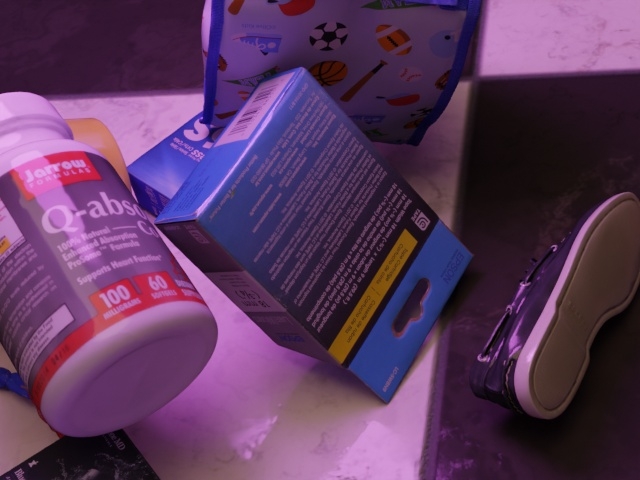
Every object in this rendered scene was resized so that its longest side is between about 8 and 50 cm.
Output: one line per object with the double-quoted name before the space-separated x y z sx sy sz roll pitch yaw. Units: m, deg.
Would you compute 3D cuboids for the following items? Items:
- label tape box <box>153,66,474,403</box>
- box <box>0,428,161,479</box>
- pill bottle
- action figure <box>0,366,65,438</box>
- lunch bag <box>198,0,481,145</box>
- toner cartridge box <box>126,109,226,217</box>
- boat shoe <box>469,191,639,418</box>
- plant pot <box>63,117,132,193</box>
"label tape box" 0.000 0.000 1.483 0.106 0.334 0.241 -7 43 53
"box" -0.255 0.298 1.378 0.158 0.093 0.156 -32 46 -18
"pill bottle" -0.288 0.019 1.393 0.210 0.210 0.363 -30 65 -15
"action figure" -0.351 0.154 1.520 0.280 0.139 0.091 28 59 32
"lunch bag" 0.013 -0.276 1.589 0.327 0.385 0.239 3 82 -5
"toner cartridge box" -0.093 -0.053 1.696 0.348 0.075 0.165 30 61 36
"boat shoe" 0.275 0.068 1.450 0.113 0.127 0.340 -5 43 44
"plant pot" -0.394 -0.059 1.680 0.239 0.254 0.254 -19 42 -28
